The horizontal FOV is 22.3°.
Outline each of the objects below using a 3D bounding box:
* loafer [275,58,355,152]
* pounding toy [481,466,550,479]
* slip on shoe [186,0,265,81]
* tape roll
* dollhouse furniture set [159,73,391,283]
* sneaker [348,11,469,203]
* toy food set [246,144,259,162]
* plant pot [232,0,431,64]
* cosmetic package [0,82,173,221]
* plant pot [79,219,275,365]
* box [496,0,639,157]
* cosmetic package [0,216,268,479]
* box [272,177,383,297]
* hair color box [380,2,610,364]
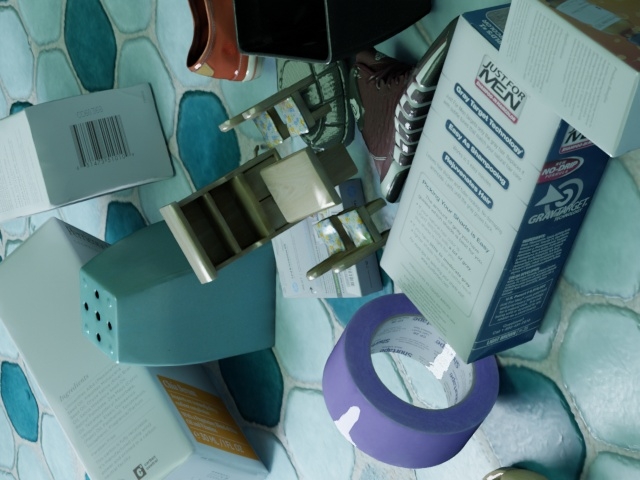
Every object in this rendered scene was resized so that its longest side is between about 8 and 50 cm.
[{"bbox_3d":[-0.013,-0.234,1.975,0.096,0.084,0.268,-24,87,27],"label":"loafer"},{"bbox_3d":[0.190,0.358,1.831,0.154,0.154,0.270,27,126,44],"label":"pounding toy"},{"bbox_3d":[-0.132,-0.361,2.039,0.123,0.101,0.331,-144,49,-66],"label":"slip on shoe"},{"bbox_3d":[0.102,0.158,1.847,0.189,0.189,0.080,58,145,24],"label":"tape roll"},{"bbox_3d":[-0.062,-0.046,1.919,0.212,0.161,0.242,60,155,-5],"label":"dollhouse furniture set"},{"bbox_3d":[0.093,-0.181,1.792,0.162,0.106,0.281,59,146,28],"label":"sneaker"},{"bbox_3d":[-0.087,-0.063,2.161,0.078,0.019,0.122,-77,-19,-79],"label":"toy food set"},{"bbox_3d":[0.017,-0.303,1.791,0.188,0.167,0.188,14,113,53],"label":"plant pot"},{"bbox_3d":[-0.416,-0.123,2.498,0.385,0.217,0.156,-12,94,59],"label":"cosmetic package"},{"bbox_3d":[-0.203,0.075,2.237,0.165,0.234,0.166,32,129,46],"label":"plant pot"},{"bbox_3d":[0.270,-0.169,1.498,0.170,0.130,0.091,44,137,38],"label":"box"},{"bbox_3d":[-0.291,0.201,2.399,0.161,0.230,0.453,-41,62,10],"label":"cosmetic package"},{"bbox_3d":[0.000,0.000,2.075,0.186,0.038,0.145,-5,98,56],"label":"box"},{"bbox_3d":[0.186,-0.057,1.699,0.174,0.105,0.347,50,141,33],"label":"hair color box"}]
